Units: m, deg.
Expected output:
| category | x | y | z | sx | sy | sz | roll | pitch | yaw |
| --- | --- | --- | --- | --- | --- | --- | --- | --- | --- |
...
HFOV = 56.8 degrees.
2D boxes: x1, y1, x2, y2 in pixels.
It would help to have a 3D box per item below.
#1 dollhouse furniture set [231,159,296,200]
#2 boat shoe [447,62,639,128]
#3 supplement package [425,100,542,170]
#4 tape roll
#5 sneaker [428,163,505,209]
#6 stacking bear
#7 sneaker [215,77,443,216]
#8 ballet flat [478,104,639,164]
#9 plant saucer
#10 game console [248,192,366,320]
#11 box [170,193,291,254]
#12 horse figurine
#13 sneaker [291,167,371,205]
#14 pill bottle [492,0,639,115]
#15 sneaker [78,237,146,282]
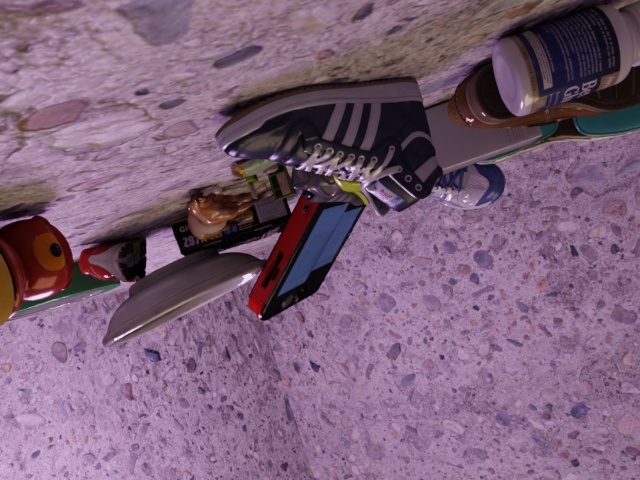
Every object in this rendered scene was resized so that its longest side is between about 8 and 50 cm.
| category | x | y | z | sx | sy | sz | roll | pitch | yaw |
| --- | --- | --- | --- | --- | --- | --- | --- | --- | --- |
| dollhouse furniture set | -0.084 | -0.098 | 0.947 | 0.076 | 0.058 | 0.152 | -19 | 178 | 9 |
| boat shoe | 0.327 | -0.221 | 0.842 | 0.307 | 0.110 | 0.104 | -8 | 179 | -14 |
| supplement package | 0.254 | -0.184 | 0.983 | 0.179 | 0.105 | 0.105 | -19 | 179 | 9 |
| tape roll | -0.679 | 0.127 | 1.503 | 0.321 | 0.077 | 0.321 | -19 | 179 | 0 |
| sneaker | 0.230 | -0.125 | 1.238 | 0.296 | 0.111 | 0.131 | 12 | -168 | 41 |
| stacking bear | -0.424 | 0.050 | 0.697 | 0.164 | 0.175 | 0.289 | -22 | -176 | 33 |
| sneaker | 0.028 | -0.094 | 0.687 | 0.282 | 0.153 | 0.099 | -17 | 177 | -31 |
| ballet flat | 0.467 | -0.251 | 1.149 | 0.400 | 0.139 | 0.139 | -15 | 179 | 14 |
| plant saucer | -0.312 | 0.107 | 1.335 | 0.401 | 0.100 | 0.400 | -27 | 176 | -2 |
| game console | 0.000 | 0.000 | 1.378 | 0.342 | 0.060 | 0.386 | -13 | 136 | -61 |
| box | -0.211 | -0.030 | 1.429 | 0.257 | 0.079 | 0.322 | -20 | 178 | -9 |
| horse figurine | -0.190 | -0.054 | 1.131 | 0.174 | 0.066 | 0.263 | -24 | 178 | -28 |
| sneaker | 0.027 | -0.116 | 1.077 | 0.121 | 0.111 | 0.300 | -12 | 172 | 11 |
| pill bottle | 0.296 | -0.214 | 0.685 | 0.169 | 0.094 | 0.094 | -19 | 178 | 5 |
| sneaker | -0.455 | 0.042 | 1.309 | 0.118 | 0.107 | 0.279 | 0 | 174 | -4 |
